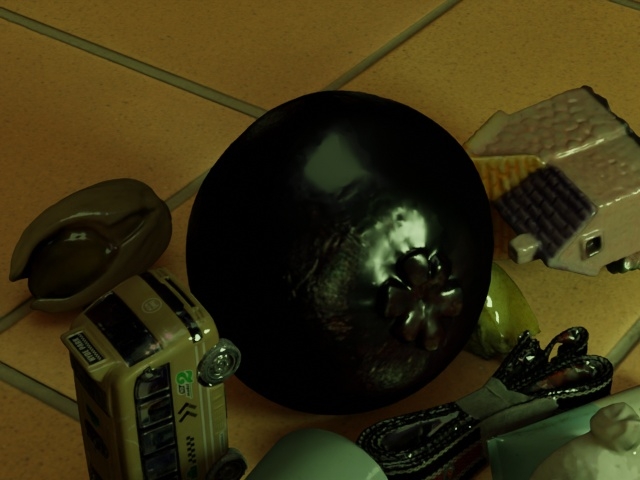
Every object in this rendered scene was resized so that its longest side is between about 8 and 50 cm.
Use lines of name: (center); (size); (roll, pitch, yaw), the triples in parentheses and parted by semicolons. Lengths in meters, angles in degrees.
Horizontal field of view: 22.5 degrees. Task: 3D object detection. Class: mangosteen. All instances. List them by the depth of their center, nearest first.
mangosteen: (0.000, 0.000, 1.909); (0.382, 0.382, 0.435); (-20, 29, -26)

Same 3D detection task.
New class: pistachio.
pistachio: (-0.298, 0.005, 2.091); (0.238, 0.153, 0.137); (-34, 89, -36)

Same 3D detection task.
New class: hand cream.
hand cream: (0.316, 0.229, 1.841); (0.312, 0.111, 0.070); (-16, 16, -28)

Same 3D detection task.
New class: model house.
model house: (0.306, -0.040, 2.118); (0.237, 0.202, 0.237); (-20, 48, -16)

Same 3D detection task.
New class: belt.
belt: (0.188, 0.212, 1.848); (0.360, 0.094, 0.126); (-26, 45, -30)

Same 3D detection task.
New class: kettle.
kettle: (-0.027, 0.334, 1.614); (0.210, 0.160, 0.243); (42, 38, 6)

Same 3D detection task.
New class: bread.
bread: (0.201, 0.072, 2.030); (0.156, 0.110, 0.103); (17, 34, 20)

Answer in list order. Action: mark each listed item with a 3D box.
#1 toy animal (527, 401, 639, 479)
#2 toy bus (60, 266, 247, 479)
toy animal: (0.343, 0.312, 1.625); (0.272, 0.206, 0.265); (-5, 33, -12)
toy bus: (-0.181, 0.180, 1.721); (0.157, 0.289, 0.139); (-24, 46, -26)
